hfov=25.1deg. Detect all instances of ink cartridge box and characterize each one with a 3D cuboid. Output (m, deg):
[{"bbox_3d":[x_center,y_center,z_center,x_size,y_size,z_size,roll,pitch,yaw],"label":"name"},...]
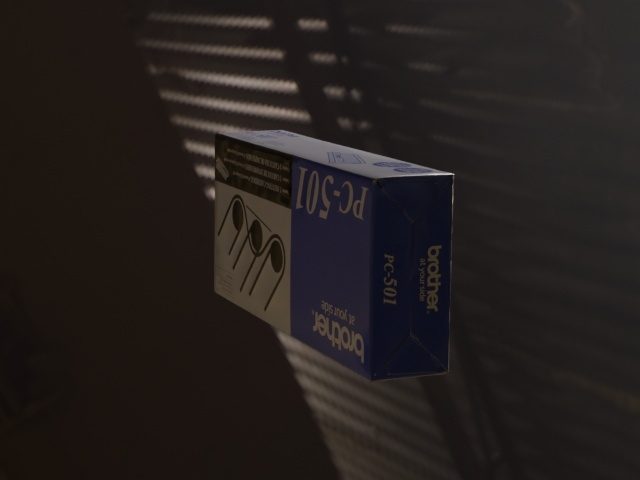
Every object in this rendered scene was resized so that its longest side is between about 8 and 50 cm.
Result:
[{"bbox_3d":[0.000,0.000,0.752,0.207,0.046,0.097,-157,-114,-63],"label":"ink cartridge box"}]
